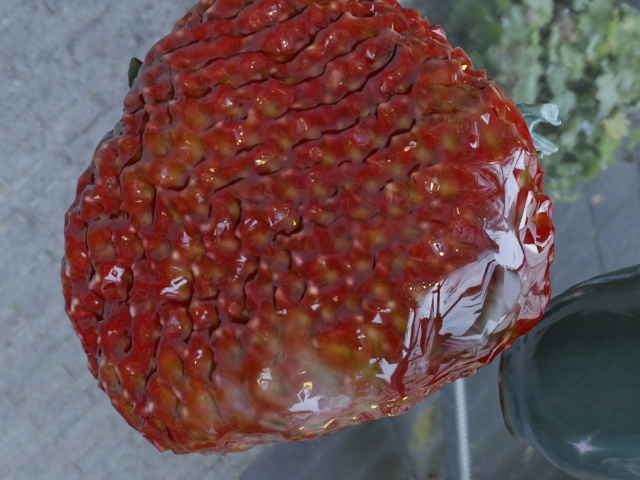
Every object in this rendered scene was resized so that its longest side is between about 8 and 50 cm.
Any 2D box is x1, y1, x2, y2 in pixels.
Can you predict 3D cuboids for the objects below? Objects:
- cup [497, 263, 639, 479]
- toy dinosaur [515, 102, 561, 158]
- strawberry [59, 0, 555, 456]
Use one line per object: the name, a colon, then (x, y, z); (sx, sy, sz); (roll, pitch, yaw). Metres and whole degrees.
cup: (0.206, 0.098, 0.850); (0.199, 0.150, 0.199); (25, 62, -58)
toy dinosaur: (0.195, -0.128, 1.416); (0.383, 0.129, 0.076); (3, 78, -50)
strawberry: (0.000, 0.000, 0.744); (0.267, 0.351, 0.312); (36, 83, -34)
